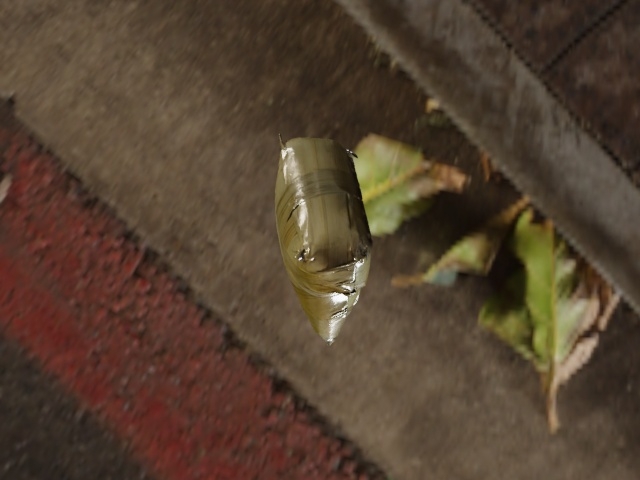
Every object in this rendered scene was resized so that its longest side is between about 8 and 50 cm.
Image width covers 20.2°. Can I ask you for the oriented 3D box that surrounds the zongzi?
[{"bbox_3d":[0.000,0.000,2.022,0.099,0.194,0.197,-5,146,-5],"label":"zongzi"}]
